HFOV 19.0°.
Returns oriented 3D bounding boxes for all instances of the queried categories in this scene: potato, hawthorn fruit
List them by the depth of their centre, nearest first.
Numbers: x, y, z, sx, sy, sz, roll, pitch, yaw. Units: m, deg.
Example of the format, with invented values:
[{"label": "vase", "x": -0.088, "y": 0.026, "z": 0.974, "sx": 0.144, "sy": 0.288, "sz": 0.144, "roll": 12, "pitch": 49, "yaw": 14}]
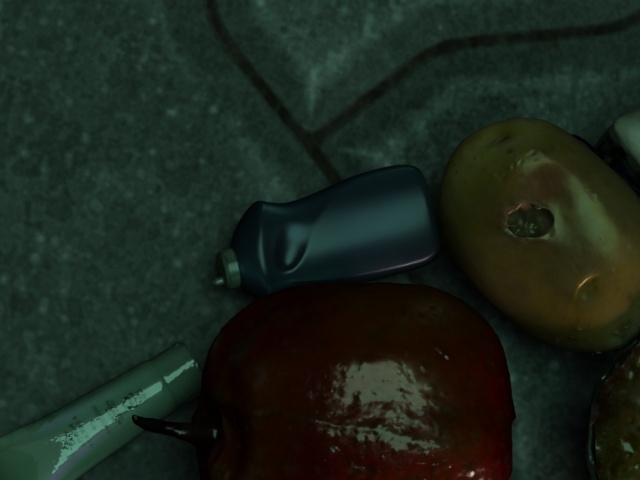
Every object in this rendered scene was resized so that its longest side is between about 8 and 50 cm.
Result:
[{"label": "hawthorn fruit", "x": -0.003, "y": 0.149, "z": 1.528, "sx": 0.300, "sy": 0.254, "sz": 0.254, "roll": 7, "pitch": 75, "yaw": -24}, {"label": "potato", "x": 0.200, "y": 0.000, "z": 1.670, "sx": 0.150, "sy": 0.146, "sz": 0.234, "roll": -43, "pitch": 95, "yaw": -19}]

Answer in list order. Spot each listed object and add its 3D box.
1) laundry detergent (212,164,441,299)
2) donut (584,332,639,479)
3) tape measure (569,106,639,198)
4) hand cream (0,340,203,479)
[{"label": "laundry detergent", "x": -0.001, "y": 0.000, "z": 1.671, "sx": 0.206, "sy": 0.061, "sz": 0.096, "roll": -16, "pitch": 89, "yaw": -16}, {"label": "donut", "x": 0.363, "y": 0.182, "z": 1.662, "sx": 0.272, "sy": 0.107, "sz": 0.272, "roll": 1, "pitch": 94, "yaw": 7}, {"label": "tape measure", "x": 0.383, "y": -0.034, "z": 1.741, "sx": 0.271, "sy": 0.133, "sz": 0.231, "roll": -22, "pitch": 75, "yaw": -18}, {"label": "hand cream", "x": -0.190, "y": 0.157, "z": 1.593, "sx": 0.205, "sy": 0.050, "sz": 0.078, "roll": -31, "pitch": 88, "yaw": -14}]
